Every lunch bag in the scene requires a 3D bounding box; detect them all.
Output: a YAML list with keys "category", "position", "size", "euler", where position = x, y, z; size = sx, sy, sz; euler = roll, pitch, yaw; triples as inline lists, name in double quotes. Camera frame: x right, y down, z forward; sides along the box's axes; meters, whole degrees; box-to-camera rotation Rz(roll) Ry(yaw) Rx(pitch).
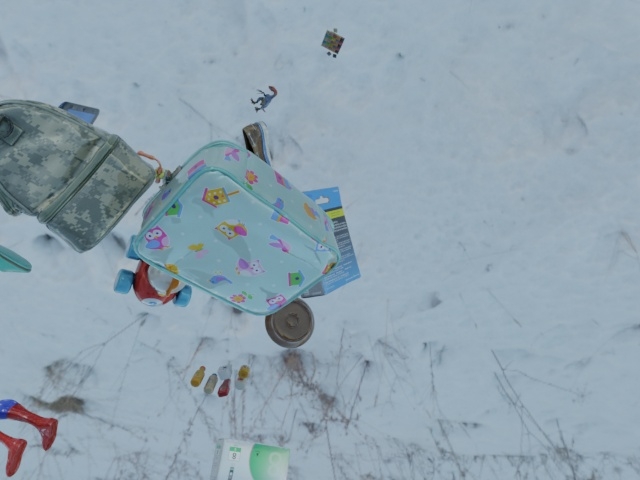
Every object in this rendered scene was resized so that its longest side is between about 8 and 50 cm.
- category: "lunch bag"
  position: [-0.484, -0.140, 0.872]
  size: [0.256, 0.212, 0.305]
  euler: [46, 167, -31]
- category: "lunch bag"
  position: [-0.129, -0.007, 0.736]
  size: [0.224, 0.108, 0.279]
  euler: [-38, 125, 25]

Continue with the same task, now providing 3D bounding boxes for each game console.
- category: "game console"
  position: [-0.720, -0.252, 1.432]
  size: [0.173, 0.293, 0.250]
  euler: [-24, 102, 0]

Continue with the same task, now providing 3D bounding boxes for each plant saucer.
- category: "plant saucer"
  position: [-0.093, 0.258, 1.531]
  size: [0.168, 0.168, 0.029]
  euler: [32, 155, -11]

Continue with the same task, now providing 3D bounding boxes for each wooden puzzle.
- category: "wooden puzzle"
  position: [0.031, -0.502, 1.215]
  size: [0.049, 0.006, 0.083]
  euler: [25, 149, -7]

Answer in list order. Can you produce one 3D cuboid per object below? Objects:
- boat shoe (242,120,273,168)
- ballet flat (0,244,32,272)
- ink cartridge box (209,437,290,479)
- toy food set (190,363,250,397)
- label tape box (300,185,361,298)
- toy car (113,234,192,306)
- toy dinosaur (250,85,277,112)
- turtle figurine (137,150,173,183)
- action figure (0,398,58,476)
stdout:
- category: "boat shoe"
  position: [-0.164, -0.204, 1.211]
  size: [0.066, 0.066, 0.183]
  euler: [26, 128, 54]
- category: "ballet flat"
  position: [-0.875, 0.030, 1.233]
  size: [0.083, 0.087, 0.247]
  euler: [34, 166, 44]
- category: "ink cartridge box"
  position: [-0.173, 0.595, 1.126]
  size: [0.181, 0.224, 0.056]
  euler: [21, 148, -27]
- category: "toy food set"
  position: [-0.371, 0.526, 1.859]
  size: [0.232, 0.104, 0.111]
  euler: [-17, 107, 9]
- category: "label tape box"
  position: [0.000, 0.000, 1.618]
  size: [0.106, 0.241, 0.333]
  euler: [-13, 92, 35]
- category: "toy car"
  position: [-0.448, 0.110, 1.374]
  size: [0.219, 0.238, 0.210]
  euler: [19, 92, -29]
- category: "toy dinosaur"
  position: [-0.135, -0.356, 1.197]
  size: [0.082, 0.090, 0.047]
  euler: [-18, 95, 24]
- category: "turtle figurine"
  position: [-0.293, -0.101, 1.100]
  size: [0.269, 0.087, 0.217]
  euler: [16, 117, 8]
- category: "action figure"
  position: [-0.499, 0.245, 0.623]
  size: [0.280, 0.091, 0.139]
  euler: [23, 99, 8]
